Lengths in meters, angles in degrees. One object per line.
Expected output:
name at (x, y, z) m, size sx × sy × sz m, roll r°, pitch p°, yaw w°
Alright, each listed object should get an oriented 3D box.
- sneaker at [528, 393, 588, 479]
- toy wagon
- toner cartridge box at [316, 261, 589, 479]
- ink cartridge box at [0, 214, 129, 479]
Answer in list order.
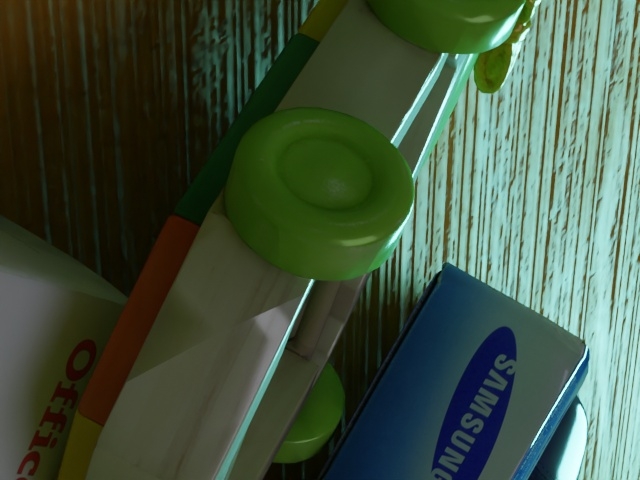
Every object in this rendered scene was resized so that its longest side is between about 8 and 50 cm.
sneaker at (0.077, 0.224, 1.038) m, size 0.321 × 0.127 × 0.126 m, roll -60°, pitch 146°, yaw -6°
toy wagon at (0.000, 0.000, 0.754) m, size 0.344 × 0.068 × 0.267 m, roll -60°, pitch 174°, yaw -43°
toner cartridge box at (0.006, 0.186, 0.909) m, size 0.348 × 0.075 × 0.165 m, roll -60°, pitch 170°, yaw -3°
ink cartridge box at (-0.175, 0.054, 0.596) m, size 0.219 × 0.092 × 0.160 m, roll 18°, pitch 98°, yaw -57°
